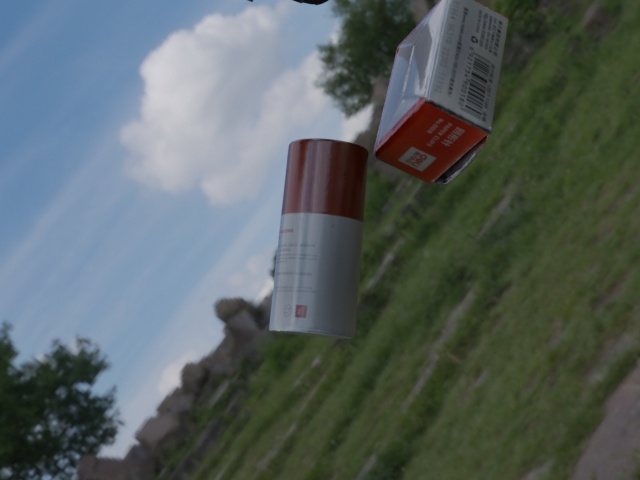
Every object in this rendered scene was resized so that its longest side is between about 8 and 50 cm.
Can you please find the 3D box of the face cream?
[{"bbox_3d":[0.000,0.000,1.132,0.096,0.095,0.214,77,-162,-82],"label":"face cream"}]

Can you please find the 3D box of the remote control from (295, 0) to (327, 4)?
[{"bbox_3d":[-0.094,-0.458,1.628,0.090,0.265,0.066,-56,31,31],"label":"remote control"}]

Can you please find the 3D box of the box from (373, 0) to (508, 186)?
[{"bbox_3d":[0.142,-0.173,1.157,0.133,0.099,0.182,-47,25,54],"label":"box"}]
